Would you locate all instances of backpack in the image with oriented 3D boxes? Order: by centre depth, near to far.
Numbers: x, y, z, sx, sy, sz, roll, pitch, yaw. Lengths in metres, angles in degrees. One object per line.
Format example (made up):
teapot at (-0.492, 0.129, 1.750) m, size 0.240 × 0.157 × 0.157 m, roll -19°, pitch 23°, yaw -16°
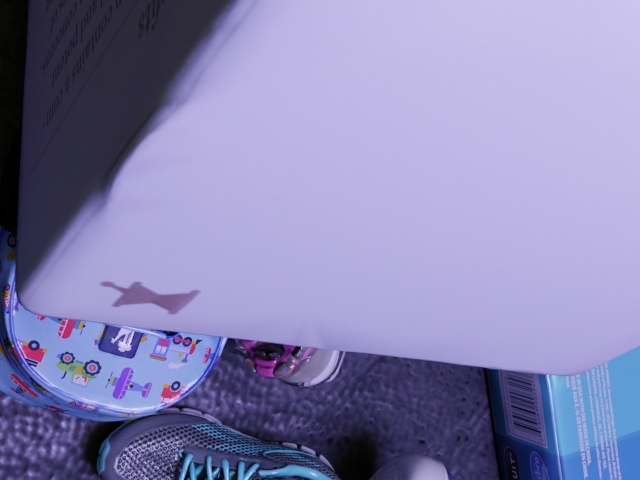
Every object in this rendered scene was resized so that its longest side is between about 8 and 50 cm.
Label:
backpack at (-0.113, 0.021, 0.685) m, size 0.158 × 0.117 × 0.173 m, roll 20°, pitch 87°, yaw -24°

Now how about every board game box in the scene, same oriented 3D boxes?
board game box at (0.295, 0.158, 0.906) m, size 0.336 × 0.079 × 0.253 m, roll -12°, pitch 99°, yaw -24°

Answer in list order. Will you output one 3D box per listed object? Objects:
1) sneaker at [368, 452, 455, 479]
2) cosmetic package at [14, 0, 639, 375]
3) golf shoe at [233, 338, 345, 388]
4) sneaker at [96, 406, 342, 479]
sneaker at (0.053, 0.312, 0.758) m, size 0.148 × 0.131 × 0.350 m, roll 17°, pitch 87°, yaw -10°
cosmetic package at (0.063, -0.180, 0.568) m, size 0.327 × 0.329 × 0.393 m, roll 9°, pitch 63°, yaw -26°
golf shoe at (0.000, 0.000, 0.773) m, size 0.086 × 0.067 × 0.186 m, roll 26°, pitch 76°, yaw -56°
sneaker at (-0.051, 0.143, 0.743) m, size 0.167 × 0.076 × 0.065 m, roll 13°, pitch 87°, yaw -25°
